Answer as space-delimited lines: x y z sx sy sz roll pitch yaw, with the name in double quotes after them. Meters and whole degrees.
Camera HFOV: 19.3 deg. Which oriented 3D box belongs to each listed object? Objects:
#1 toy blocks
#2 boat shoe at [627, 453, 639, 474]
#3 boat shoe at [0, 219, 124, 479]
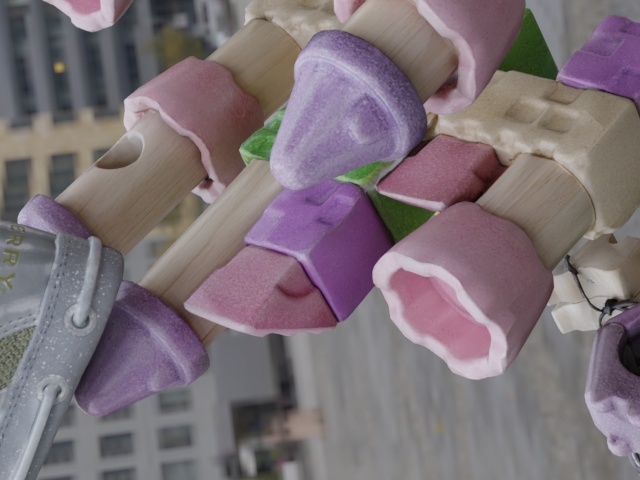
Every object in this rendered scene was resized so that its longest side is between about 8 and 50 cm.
0.000 0.000 0.820 0.288 0.260 0.309 17 146 45 "toy blocks"
0.207 0.038 0.945 0.206 0.075 0.065 -62 -19 15 "boat shoe"
-0.155 0.131 0.810 0.118 0.103 0.320 -95 15 -62 "boat shoe"
